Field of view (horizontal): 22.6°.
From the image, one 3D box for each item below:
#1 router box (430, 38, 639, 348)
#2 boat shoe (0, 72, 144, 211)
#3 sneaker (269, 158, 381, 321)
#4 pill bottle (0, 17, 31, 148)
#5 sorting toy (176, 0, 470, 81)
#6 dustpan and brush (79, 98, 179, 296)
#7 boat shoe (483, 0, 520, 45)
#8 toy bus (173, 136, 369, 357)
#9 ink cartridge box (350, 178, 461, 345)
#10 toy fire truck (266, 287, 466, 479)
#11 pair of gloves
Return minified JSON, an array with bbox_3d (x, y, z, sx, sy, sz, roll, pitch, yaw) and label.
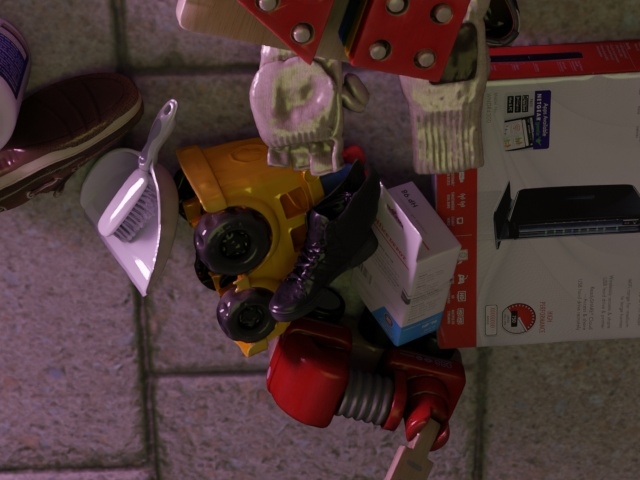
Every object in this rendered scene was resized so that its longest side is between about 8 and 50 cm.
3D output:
[{"bbox_3d":[0.270,-0.049,1.738,0.301,0.082,0.335,-4,121,0],"label":"router box"},{"bbox_3d":[-0.295,-0.092,1.699,0.257,0.095,0.095,-22,143,10],"label":"boat shoe"},{"bbox_3d":[0.002,0.001,1.648,0.170,0.051,0.089,-40,131,-18],"label":"sneaker"},{"bbox_3d":[-0.354,-0.143,1.596,0.112,0.186,0.112,-1,121,-2],"label":"pill bottle"},{"bbox_3d":[0.030,-0.266,1.426,0.256,0.089,0.257,9,122,-19],"label":"sorting toy"},{"bbox_3d":[-0.187,-0.062,1.678,0.060,0.147,0.211,3,129,-51],"label":"dustpan and brush"},{"bbox_3d":[0.114,-0.283,1.594,0.084,0.079,0.233,-40,113,22],"label":"boat shoe"},{"bbox_3d":[-0.038,-0.013,1.728,0.211,0.149,0.220,-19,123,-10],"label":"toy bus"},{"bbox_3d":[0.092,0.014,1.717,0.060,0.104,0.180,-19,144,-24],"label":"ink cartridge box"},{"bbox_3d":[0.049,0.194,1.781,0.217,0.246,0.158,15,119,-11],"label":"toy fire truck"},{"bbox_3d":[0.050,-0.159,1.586,0.240,0.042,0.204,1,110,-3],"label":"pair of gloves"}]
